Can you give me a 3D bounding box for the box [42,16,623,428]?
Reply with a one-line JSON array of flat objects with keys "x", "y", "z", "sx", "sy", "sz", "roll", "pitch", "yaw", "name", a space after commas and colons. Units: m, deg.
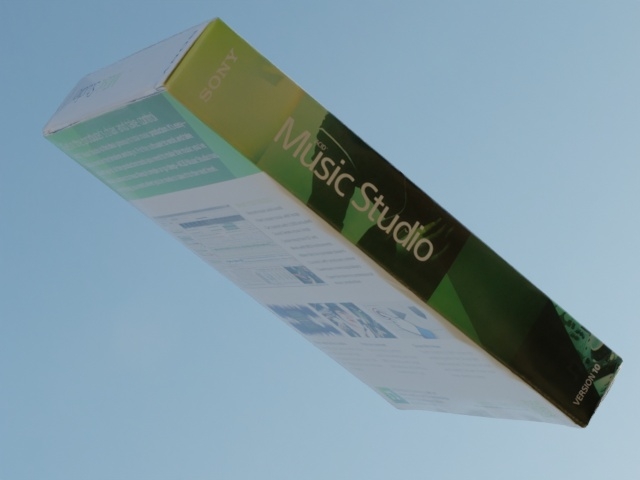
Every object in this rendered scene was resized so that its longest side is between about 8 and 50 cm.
[{"x": 0.000, "y": 0.000, "z": 0.981, "sx": 0.322, "sy": 0.232, "sz": 0.058, "roll": 38, "pitch": -108, "yaw": -20, "name": "box"}]
